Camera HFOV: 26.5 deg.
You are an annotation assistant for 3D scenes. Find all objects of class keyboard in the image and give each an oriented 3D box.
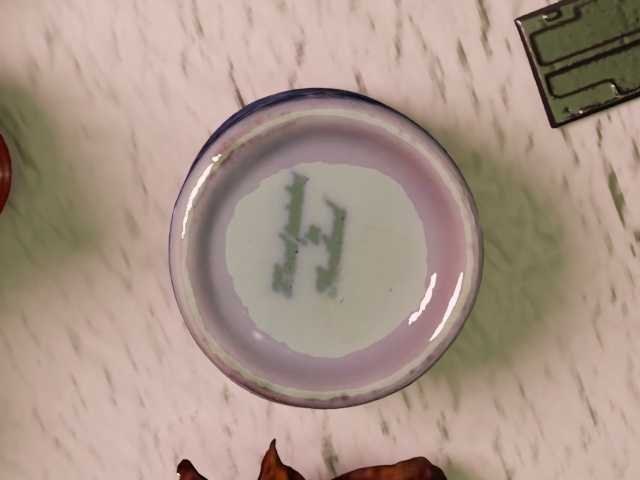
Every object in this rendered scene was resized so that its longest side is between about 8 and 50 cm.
[{"bbox_3d":[0.203,-0.120,0.706,0.198,0.010,0.064,-20,97,1],"label":"keyboard"}]

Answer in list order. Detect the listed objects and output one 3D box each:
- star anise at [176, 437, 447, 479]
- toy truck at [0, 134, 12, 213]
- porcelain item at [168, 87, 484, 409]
[{"bbox_3d":[-0.026,0.190,0.688,0.220,0.126,0.190,-32,94,6],"label":"star anise"},{"bbox_3d":[-0.299,-0.004,0.620,0.239,0.189,0.265,30,101,0],"label":"toy truck"},{"bbox_3d":[0.000,0.000,0.663,0.147,0.114,0.147,-1,98,-4],"label":"porcelain item"}]
